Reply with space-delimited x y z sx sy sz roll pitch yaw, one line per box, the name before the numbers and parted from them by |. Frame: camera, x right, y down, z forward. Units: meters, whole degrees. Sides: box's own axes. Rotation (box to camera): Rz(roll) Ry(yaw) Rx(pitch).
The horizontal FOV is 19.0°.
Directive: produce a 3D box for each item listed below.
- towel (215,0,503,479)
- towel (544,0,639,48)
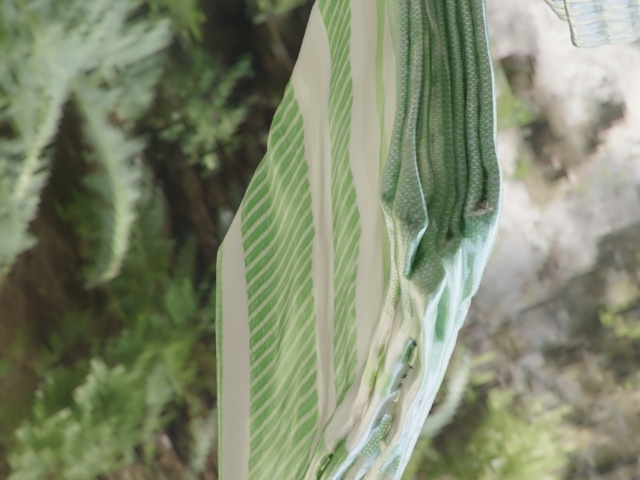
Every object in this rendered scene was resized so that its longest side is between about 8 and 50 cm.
towel | 0.000 0.000 0.666 0.038 0.325 0.248 6 -128 -9
towel | 0.197 -0.194 0.873 0.235 0.121 0.284 -11 167 12
